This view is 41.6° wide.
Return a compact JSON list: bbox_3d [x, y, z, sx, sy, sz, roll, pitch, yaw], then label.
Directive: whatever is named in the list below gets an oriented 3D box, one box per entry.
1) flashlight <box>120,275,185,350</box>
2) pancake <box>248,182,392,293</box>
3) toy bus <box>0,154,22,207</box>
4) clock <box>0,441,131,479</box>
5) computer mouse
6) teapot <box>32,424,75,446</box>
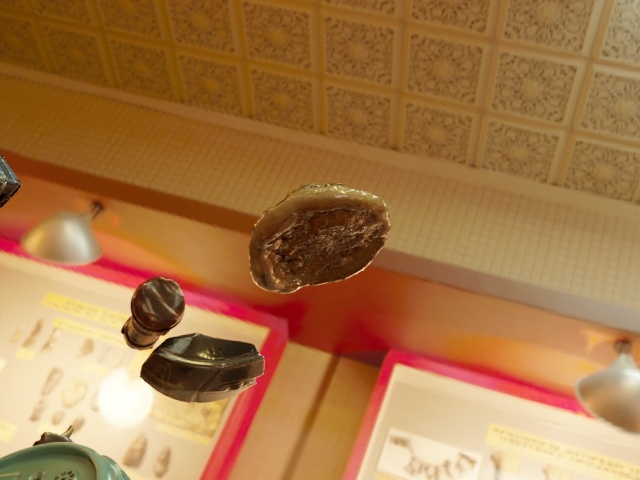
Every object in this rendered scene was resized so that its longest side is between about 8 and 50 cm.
[{"bbox_3d":[-0.285,0.134,1.418,0.093,0.093,0.232,29,-27,-6],"label":"flashlight"},{"bbox_3d":[0.000,0.000,1.455,0.283,0.049,0.282,-18,-34,-13],"label":"pancake"},{"bbox_3d":[-0.660,-0.123,1.566,0.106,0.090,0.185,53,14,21],"label":"toy bus"},{"bbox_3d":[-0.272,0.273,0.761,0.274,0.223,0.094,-13,-65,13],"label":"clock"},{"bbox_3d":[-0.190,0.226,1.403,0.231,0.071,0.126,15,-56,-35],"label":"computer mouse"},{"bbox_3d":[-0.490,0.435,1.599,0.096,0.177,0.087,11,-36,-32],"label":"teapot"}]
